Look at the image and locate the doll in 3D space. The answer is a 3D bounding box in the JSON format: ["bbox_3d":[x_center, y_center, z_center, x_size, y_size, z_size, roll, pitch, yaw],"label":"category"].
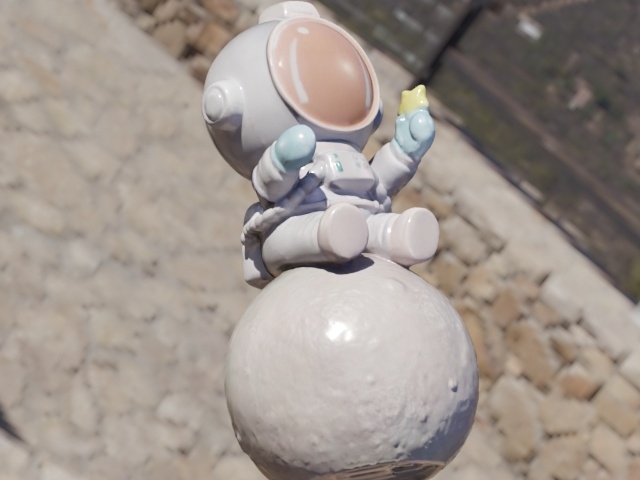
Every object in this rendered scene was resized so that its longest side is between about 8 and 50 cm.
[{"bbox_3d":[0.000,0.000,1.060,0.151,0.151,0.287,6,65,-45],"label":"doll"}]
